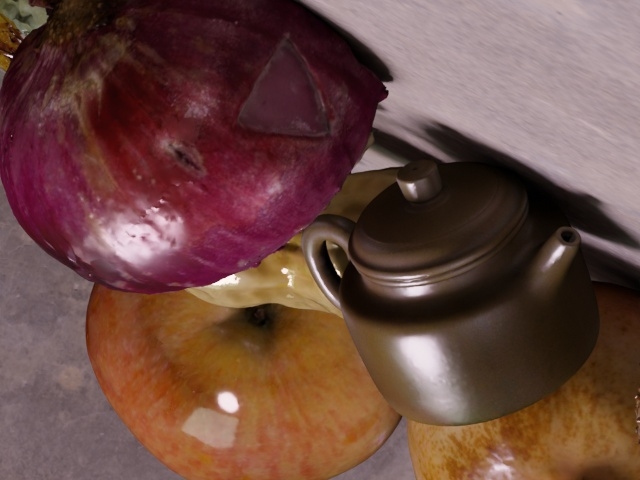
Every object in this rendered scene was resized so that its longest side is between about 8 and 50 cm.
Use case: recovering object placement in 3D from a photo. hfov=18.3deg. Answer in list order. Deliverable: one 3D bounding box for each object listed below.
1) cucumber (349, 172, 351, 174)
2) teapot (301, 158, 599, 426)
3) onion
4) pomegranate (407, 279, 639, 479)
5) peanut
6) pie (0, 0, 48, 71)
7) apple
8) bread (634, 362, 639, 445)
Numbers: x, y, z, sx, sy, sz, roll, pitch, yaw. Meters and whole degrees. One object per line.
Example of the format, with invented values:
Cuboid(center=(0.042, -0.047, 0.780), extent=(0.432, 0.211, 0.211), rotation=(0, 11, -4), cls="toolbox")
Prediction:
Cuboid(center=(-0.056, -0.042, 1.831), extent=(0.067, 0.067, 0.245), rotation=(27, -157, 30), cls="cucumber")
Cuboid(center=(0.090, 0.017, 1.492), extent=(0.268, 0.185, 0.175), rotation=(3, 126, 40), cls="teapot")
Cuboid(center=(-0.103, -0.071, 1.383), extent=(0.272, 0.230, 0.256), rotation=(38, 174, -11), cls="onion")
Cuboid(center=(0.217, 0.175, 1.673), extent=(0.319, 0.319, 0.319), rotation=(29, 176, 2), cls="pomegranate")
Cuboid(center=(0.000, 0.000, 1.674), extent=(0.305, 0.147, 0.147), rotation=(5, 168, 19), cls="peanut")
Cuboid(center=(-0.175, -0.153, 1.709), extent=(0.355, 0.103, 0.288), rotation=(30, 174, -25), cls="pie")
Cuboid(center=(-0.073, 0.100, 2.276), extent=(0.391, 0.391, 0.346), rotation=(29, 163, 6), cls="apple")
Cuboid(center=(0.314, 0.161, 1.315), extent=(0.305, 0.159, 0.305), rotation=(53, -175, -7), cls="bread")
